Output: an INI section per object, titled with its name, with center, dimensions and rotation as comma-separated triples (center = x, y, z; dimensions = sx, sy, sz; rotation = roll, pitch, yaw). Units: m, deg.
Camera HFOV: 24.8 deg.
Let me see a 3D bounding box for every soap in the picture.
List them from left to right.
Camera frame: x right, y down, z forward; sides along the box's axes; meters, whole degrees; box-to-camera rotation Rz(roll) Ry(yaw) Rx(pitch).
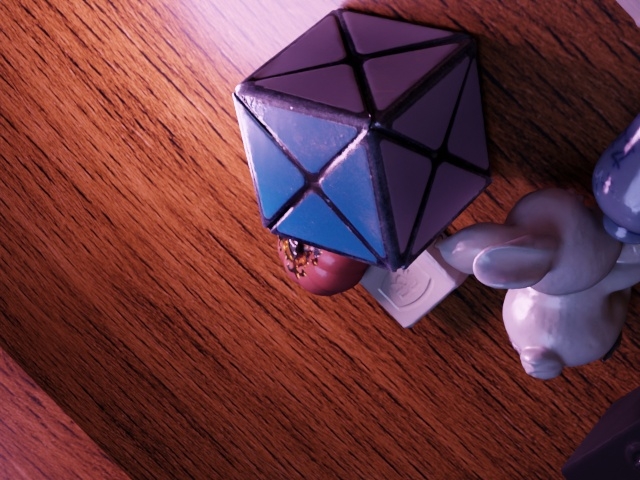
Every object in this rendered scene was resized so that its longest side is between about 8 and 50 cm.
[soap]
center = 0.149, 0.051, 2.279
dimensions = 0.121, 0.064, 0.183
rotation = 45, 144, 2

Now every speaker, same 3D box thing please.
[speaker]
center = 0.524, 0.335, 2.087
dimensions = 0.254, 0.184, 0.232
rotation = 45, 144, 3

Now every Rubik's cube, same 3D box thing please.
[Rubik's cube]
center = 0.064, -0.144, 2.012
dimensions = 0.260, 0.255, 0.259
rotation = 14, 134, 35

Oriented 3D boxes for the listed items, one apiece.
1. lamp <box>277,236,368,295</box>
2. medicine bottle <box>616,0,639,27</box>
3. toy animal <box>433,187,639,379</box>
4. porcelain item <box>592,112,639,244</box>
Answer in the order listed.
[lamp]
center = 0.000, 0.000, 2.295
dimensions = 0.182, 0.140, 0.182
rotation = 19, 114, 52
[medicine bottle]
center = 0.466, -0.237, 1.554
dimensions = 0.384, 0.224, 0.224
rotation = 46, 144, -2
[toy animal]
center = 0.312, 0.042, 1.977
dimensions = 0.183, 0.247, 0.310
rotation = 39, 161, 37
[porcelain item]
center = 0.425, -0.106, 1.803
dimensions = 0.141, 0.141, 0.259
rotation = 33, 135, 17
